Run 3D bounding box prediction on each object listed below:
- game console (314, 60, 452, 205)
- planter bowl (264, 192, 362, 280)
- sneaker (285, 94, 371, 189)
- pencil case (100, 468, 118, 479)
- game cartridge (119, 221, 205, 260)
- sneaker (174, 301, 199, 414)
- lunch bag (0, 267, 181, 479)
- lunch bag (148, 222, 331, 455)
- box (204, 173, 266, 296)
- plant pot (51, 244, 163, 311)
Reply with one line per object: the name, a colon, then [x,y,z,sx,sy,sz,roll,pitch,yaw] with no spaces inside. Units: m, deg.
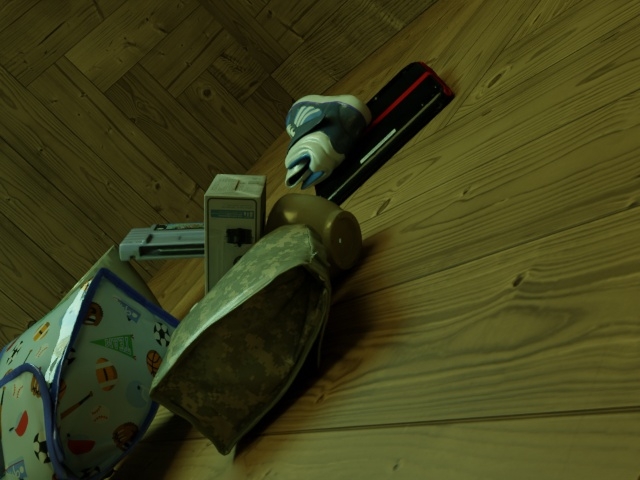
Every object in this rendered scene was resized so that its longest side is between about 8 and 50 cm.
game console: [0.131,-0.244,1.964,0.386,0.060,0.342,-43,21,14]
planter bowl: [0.000,0.000,1.394,0.109,0.162,0.162,-2,38,34]
sneaker: [-0.040,-0.222,1.993,0.236,0.130,0.322,-52,26,-21]
pencil case: [-0.448,0.441,1.532,0.151,0.070,0.064,-38,11,-26]
game cartridge: [-0.333,-0.003,2.228,0.354,0.068,0.230,-2,16,-4]
sneaker: [-0.254,0.222,1.590,0.169,0.108,0.292,-42,13,1]
lunch bag: [-0.438,0.286,1.399,0.327,0.239,0.386,-35,29,32]
lunch bag: [-0.082,0.115,1.197,0.287,0.169,0.235,-48,11,9]
box: [-0.137,0.049,1.387,0.169,0.087,0.290,-90,1,-73]
plant pot: [-0.518,0.197,2.187,0.256,0.274,0.256,-45,10,11]
